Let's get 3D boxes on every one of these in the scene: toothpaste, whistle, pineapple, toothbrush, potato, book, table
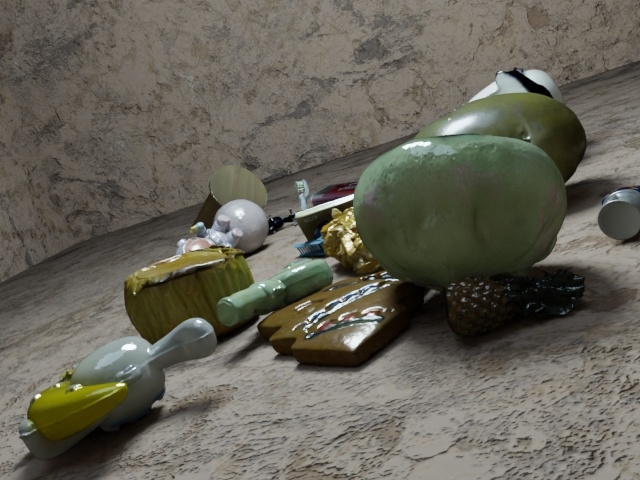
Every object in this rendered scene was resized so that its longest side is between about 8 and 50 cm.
[{"bbox_3d":[0.471,-0.062,1.058,0.096,0.061,0.266,-13,7,35],"label":"toothpaste"},{"bbox_3d":[-0.070,0.080,1.151,0.126,0.067,0.258,-28,-5,37],"label":"whistle"},{"bbox_3d":[0.225,0.067,0.820,0.160,0.074,0.074,-10,12,5],"label":"pineapple"},{"bbox_3d":[-0.044,-0.099,1.969,0.042,0.035,0.413,-12,22,0],"label":"toothbrush"},{"bbox_3d":[0.314,-0.151,1.290,0.327,0.220,0.243,-12,4,21],"label":"potato"},{"bbox_3d":[0.023,-0.046,1.579,0.139,0.016,0.198,-19,-17,2],"label":"book"},{"bbox_3d":[-0.270,-0.079,2.002,0.167,0.167,0.226,-30,-14,-41],"label":"table"}]

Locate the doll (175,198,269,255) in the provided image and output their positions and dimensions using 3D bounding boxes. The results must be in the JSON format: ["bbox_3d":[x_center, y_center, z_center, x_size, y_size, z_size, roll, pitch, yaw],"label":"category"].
[{"bbox_3d":[-0.252,0.005,1.756,0.151,0.150,0.287,-9,22,42],"label":"doll"}]

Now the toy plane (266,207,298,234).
[{"bbox_3d":[-0.127,-0.051,2.004,0.197,0.053,0.078,-21,2,14],"label":"toy plane"}]

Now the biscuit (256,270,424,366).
[{"bbox_3d":[0.042,0.102,1.003,0.278,0.043,0.301,-20,11,-2],"label":"biscuit"}]

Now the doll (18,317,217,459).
[{"bbox_3d":[-0.281,0.198,0.944,0.252,0.111,0.237,-29,-1,-36],"label":"doll"}]

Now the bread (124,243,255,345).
[{"bbox_3d":[-0.228,0.096,1.253,0.228,0.142,0.253,-24,9,-14],"label":"bread"}]

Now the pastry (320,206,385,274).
[{"bbox_3d":[0.087,-0.010,1.302,0.154,0.102,0.250,-33,16,-8],"label":"pastry"}]

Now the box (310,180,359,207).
[{"bbox_3d":[0.082,-0.118,1.928,0.120,0.069,0.224,-25,14,-29],"label":"box"}]

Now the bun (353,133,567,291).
[{"bbox_3d":[0.175,-0.009,0.915,0.283,0.179,0.283,6,-23,2],"label":"bun"}]

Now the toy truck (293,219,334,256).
[{"bbox_3d":[0.000,0.000,1.538,0.074,0.063,0.136,-42,15,-25],"label":"toy truck"}]

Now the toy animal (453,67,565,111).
[{"bbox_3d":[0.451,-0.268,1.647,0.251,0.250,0.310,-12,3,32],"label":"toy animal"}]
